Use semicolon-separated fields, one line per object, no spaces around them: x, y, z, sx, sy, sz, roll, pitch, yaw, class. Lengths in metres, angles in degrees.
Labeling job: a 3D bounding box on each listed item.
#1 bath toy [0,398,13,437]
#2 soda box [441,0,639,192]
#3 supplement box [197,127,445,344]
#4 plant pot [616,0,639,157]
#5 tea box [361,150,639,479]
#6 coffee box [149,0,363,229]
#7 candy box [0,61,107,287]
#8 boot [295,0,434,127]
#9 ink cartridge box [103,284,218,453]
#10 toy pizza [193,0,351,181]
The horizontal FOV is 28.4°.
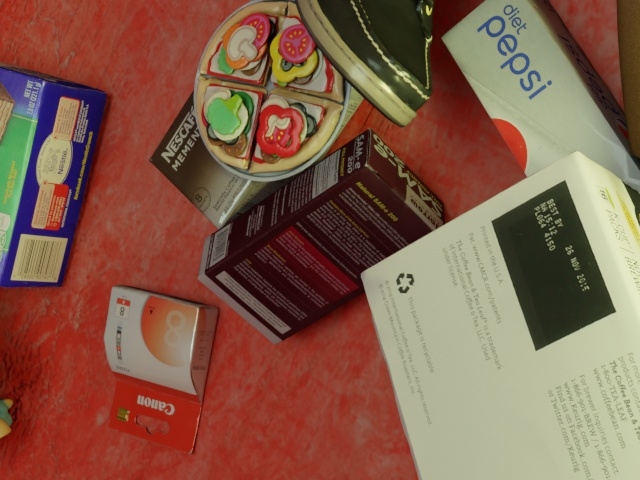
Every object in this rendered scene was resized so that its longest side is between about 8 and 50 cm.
-0.504;0.104;1.580;0.151;0.129;0.348;-6;112;44;bath toy
0.236;-0.110;1.225;0.098;0.091;0.286;-38;66;25;soda box
0.000;0.000;1.341;0.239;0.130;0.073;-32;31;27;supplement box
0.354;-0.189;1.097;0.237;0.237;0.254;21;109;33;plant pot
0.241;0.154;1.029;0.220;0.323;0.329;-31;57;28;tea box
-0.062;-0.143;1.422;0.141;0.098;0.246;45;109;29;coffee box
-0.457;-0.106;1.666;0.317;0.122;0.268;17;96;35;candy box
0.118;-0.303;1.240;0.284;0.138;0.377;-36;32;21;boot
-0.203;0.153;1.519;0.145;0.045;0.179;10;88;34;ink cartridge box
-0.058;-0.163;1.342;0.201;0.032;0.201;-3;85;31;toy pizza
